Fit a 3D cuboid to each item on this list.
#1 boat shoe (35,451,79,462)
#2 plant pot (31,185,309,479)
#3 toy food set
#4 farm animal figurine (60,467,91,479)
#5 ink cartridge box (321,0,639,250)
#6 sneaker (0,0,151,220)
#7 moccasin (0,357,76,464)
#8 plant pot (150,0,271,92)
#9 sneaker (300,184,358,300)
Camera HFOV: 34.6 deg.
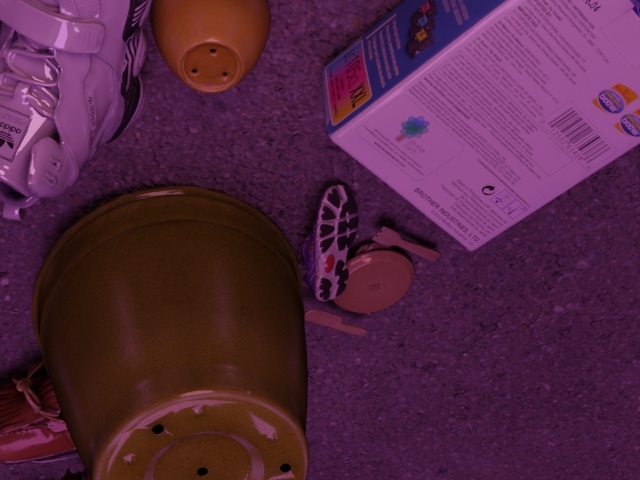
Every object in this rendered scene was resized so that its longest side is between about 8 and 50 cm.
[{"bbox_3d":[-0.349,0.310,1.621,0.226,0.075,0.083,-13,135,6],"label":"boat shoe"},{"bbox_3d":[-0.164,0.176,1.254,0.367,0.353,0.366,-7,121,-11],"label":"plant pot"},{"bbox_3d":[0.068,0.051,1.447,0.132,0.038,0.192,22,123,-34],"label":"toy food set"},{"bbox_3d":[-0.336,0.447,1.709,0.331,0.172,0.327,9,145,-25],"label":"farm animal figurine"},{"bbox_3d":[0.235,-0.195,1.136,0.395,0.151,0.270,-34,129,27],"label":"ink cartridge box"},{"bbox_3d":[-0.272,-0.172,1.009,0.137,0.210,0.365,25,149,8],"label":"sneaker"},{"bbox_3d":[-0.382,0.240,1.510,0.380,0.139,0.146,-4,119,1],"label":"moccasin"},{"bbox_3d":[-0.119,-0.215,1.116,0.134,0.095,0.134,-4,135,-3],"label":"plant pot"},{"bbox_3d":[0.000,0.000,1.365,0.068,0.071,0.169,-15,127,-37],"label":"sneaker"}]
